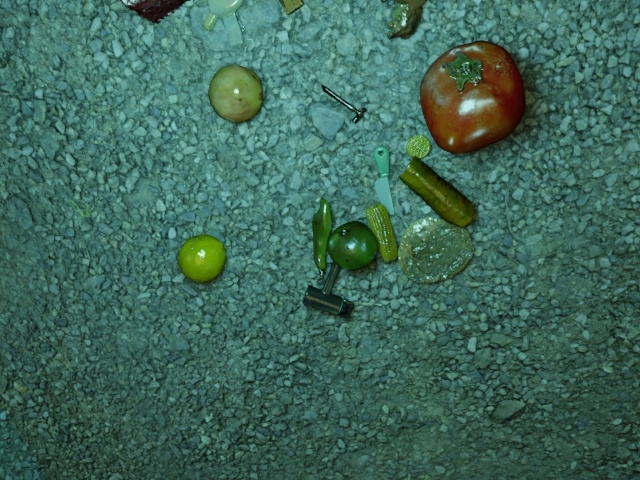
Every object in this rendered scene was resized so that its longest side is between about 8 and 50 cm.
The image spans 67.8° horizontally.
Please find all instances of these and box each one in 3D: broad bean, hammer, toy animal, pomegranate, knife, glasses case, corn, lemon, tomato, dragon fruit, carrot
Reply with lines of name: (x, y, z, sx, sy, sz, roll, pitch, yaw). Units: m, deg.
broad bean: (0.005, -0.002, 1.783, 0.067, 0.075, 0.324, -7, 107, -25)
hammer: (0.072, -0.476, 1.643, 0.178, 0.021, 0.065, 34, 109, -7)
toy animal: (0.304, -0.779, 1.497, 0.158, 0.097, 0.312, 39, 105, -22)
pomegranate: (-0.282, -0.484, 1.581, 0.192, 0.191, 0.191, 1, 109, 3)
knife: (0.226, -0.211, 1.720, 0.063, 0.034, 0.260, -5, 112, 10)
glasses case: (-0.121, -0.820, 1.529, 0.065, 0.041, 0.169, -25, 106, 23)
corn: (0.232, -0.027, 1.755, 0.080, 0.080, 0.230, -18, 106, 10)
lemon: (-0.445, 0.070, 1.786, 0.174, 0.173, 0.206, 28, 117, -6)
tomato: (0.460, -0.434, 1.475, 0.293, 0.324, 0.290, -29, 149, 9)
dragon fruit: (-0.519, -0.764, 1.463, 0.303, 0.330, 0.240, 2, 131, 1)
carrot: (0.409, -0.168, 1.679, 0.302, 0.114, 0.114, 39, 107, -7)
pomegranate: (0.132, 0.038, 1.747, 0.187, 0.186, 0.225, -31, 131, 13)

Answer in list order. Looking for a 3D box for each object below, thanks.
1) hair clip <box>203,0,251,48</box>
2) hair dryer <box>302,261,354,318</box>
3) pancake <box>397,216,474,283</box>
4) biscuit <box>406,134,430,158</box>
hair clip: (-0.312, -0.742, 1.559, 0.159, 0.071, 0.218, -17, 103, 12)
hair dryer: (0.062, 0.165, 1.842, 0.196, 0.078, 0.248, 20, 103, -5)
pancake: (0.426, 0.040, 1.780, 0.283, 0.049, 0.282, 1, 108, 3)
biscuit: (0.344, -0.329, 1.673, 0.084, 0.023, 0.083, 1, 107, 4)
